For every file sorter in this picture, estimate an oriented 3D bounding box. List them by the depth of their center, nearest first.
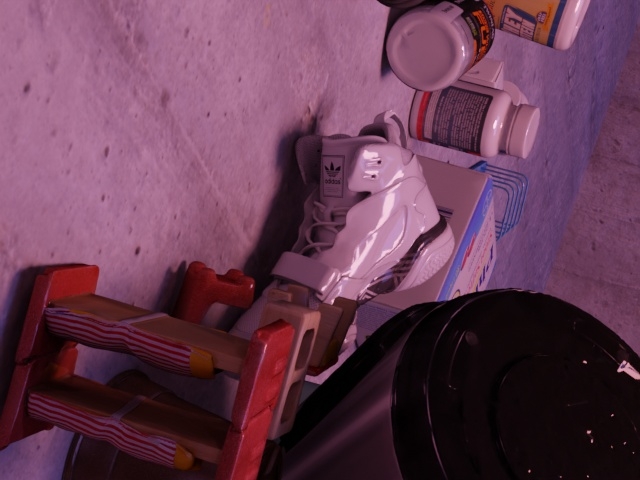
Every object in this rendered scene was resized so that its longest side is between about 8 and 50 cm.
[{"bbox_3d":[0.324,-0.073,2.405,0.170,0.105,0.118,-29,132,-65],"label":"file sorter"}]

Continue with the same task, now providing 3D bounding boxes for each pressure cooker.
[{"bbox_3d":[0.131,0.291,1.312,0.420,0.370,0.375,-46,-157,46],"label":"pressure cooker"}]

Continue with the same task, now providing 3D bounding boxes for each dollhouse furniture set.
[{"bbox_3d":[-0.112,0.115,1.150,0.374,0.201,0.152,-7,112,-77],"label":"dollhouse furniture set"}]

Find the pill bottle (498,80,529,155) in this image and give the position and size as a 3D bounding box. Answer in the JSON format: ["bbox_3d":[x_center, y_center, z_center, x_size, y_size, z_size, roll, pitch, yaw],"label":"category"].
[{"bbox_3d":[0.344,-0.231,2.340,0.169,0.094,0.094,58,51,-66],"label":"pill bottle"}]

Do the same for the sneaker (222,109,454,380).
[{"bbox_3d":[0.000,0.000,1.467,0.366,0.137,0.210,-35,119,-32],"label":"sneaker"}]

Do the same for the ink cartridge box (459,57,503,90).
[{"bbox_3d":[0.254,-0.248,2.065,0.122,0.089,0.052,77,34,-57],"label":"ink cartridge box"}]

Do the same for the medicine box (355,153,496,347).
[{"bbox_3d":[0.165,0.055,1.976,0.289,0.149,0.263,71,39,-59],"label":"medicine box"}]

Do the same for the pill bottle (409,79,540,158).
[{"bbox_3d":[0.237,-0.185,1.923,0.108,0.180,0.107,17,90,-72],"label":"pill bottle"}]

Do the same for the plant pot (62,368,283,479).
[{"bbox_3d":[-0.135,0.227,1.212,0.167,0.165,0.166,16,90,-72],"label":"plant pot"}]

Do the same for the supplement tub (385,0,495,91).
[{"bbox_3d":[0.175,-0.285,1.752,0.190,0.117,0.117,-44,146,-57],"label":"supplement tub"}]

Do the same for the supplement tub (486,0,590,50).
[{"bbox_3d":[0.303,-0.382,1.887,0.144,0.200,0.144,21,90,-78],"label":"supplement tub"}]

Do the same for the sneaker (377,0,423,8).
[{"bbox_3d":[0.124,-0.413,1.526,0.295,0.105,0.147,-62,161,-15],"label":"sneaker"}]

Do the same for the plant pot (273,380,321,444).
[{"bbox_3d":[0.047,0.341,1.654,0.293,0.235,0.292,6,90,-68],"label":"plant pot"}]
